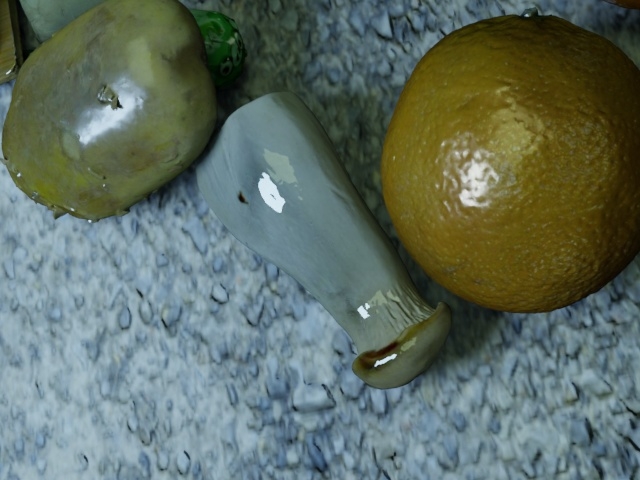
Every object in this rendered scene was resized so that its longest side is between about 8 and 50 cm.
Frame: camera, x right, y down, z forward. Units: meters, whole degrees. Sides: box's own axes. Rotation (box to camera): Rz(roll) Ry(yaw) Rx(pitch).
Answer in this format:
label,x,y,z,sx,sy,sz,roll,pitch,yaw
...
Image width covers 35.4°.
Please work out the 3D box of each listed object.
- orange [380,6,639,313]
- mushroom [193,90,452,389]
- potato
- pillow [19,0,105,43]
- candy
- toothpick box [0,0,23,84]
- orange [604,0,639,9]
label,x,y,z,sx,sy,sz,roll,pitch,yaw
orange,0.178,-0.073,0.893,0.264,0.264,0.264,-3,74,11
mushroom,0.000,0.000,0.985,0.122,0.159,0.329,-31,75,-22
potato,-0.224,-0.124,1.016,0.296,0.141,0.191,-32,82,35
pillow,-0.222,-0.358,1.123,0.302,0.075,0.185,-22,110,5
candy,-0.235,-0.209,1.116,0.323,0.097,0.097,3,75,20
toothpick box,-0.482,-0.278,1.043,0.190,0.308,0.187,-16,72,15
orange,0.335,-0.339,0.981,0.240,0.171,0.240,-1,80,6
